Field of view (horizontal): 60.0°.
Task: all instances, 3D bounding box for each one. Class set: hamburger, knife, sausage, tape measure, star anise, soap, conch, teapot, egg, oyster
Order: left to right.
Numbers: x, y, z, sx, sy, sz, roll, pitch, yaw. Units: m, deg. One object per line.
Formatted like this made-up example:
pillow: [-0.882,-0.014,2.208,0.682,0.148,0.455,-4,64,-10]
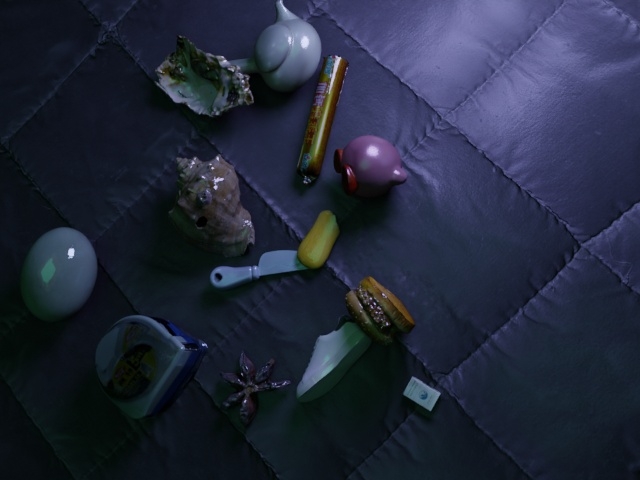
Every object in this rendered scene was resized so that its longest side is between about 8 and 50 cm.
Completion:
egg: [-0.768,0.100,1.631,0.203,0.203,0.282,10,90,14]
tape measure: [-0.500,0.340,1.572,0.262,0.138,0.259,35,90,15]
conch: [-0.329,-0.090,1.573,0.263,0.186,0.324,-39,74,24]
oyster: [-0.332,-0.463,1.634,0.355,0.107,0.201,33,119,22]
star anise: [-0.204,0.401,1.530,0.208,0.063,0.172,-45,74,5]
knife: [-0.154,0.074,1.577,0.332,0.044,0.080,-14,73,5]
teapot: [-0.144,-0.506,1.591,0.318,0.149,0.219,-39,58,29]
sausage: [-0.002,-0.335,1.571,0.082,0.082,0.371,13,87,15]
soap: [0.000,0.000,1.545,0.089,0.033,0.168,32,86,12]
hamburger: [0.146,0.184,1.407,0.182,0.191,0.118,42,93,-4]

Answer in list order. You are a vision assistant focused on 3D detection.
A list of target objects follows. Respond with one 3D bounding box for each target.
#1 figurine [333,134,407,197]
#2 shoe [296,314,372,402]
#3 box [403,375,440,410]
figurine: [0.133,-0.197,1.477,0.173,0.173,0.173,-2,83,13]
shoe: [0.019,0.314,1.484,0.265,0.095,0.110,-45,54,10]
box: [0.263,0.398,1.440,0.083,0.024,0.054,29,88,16]
